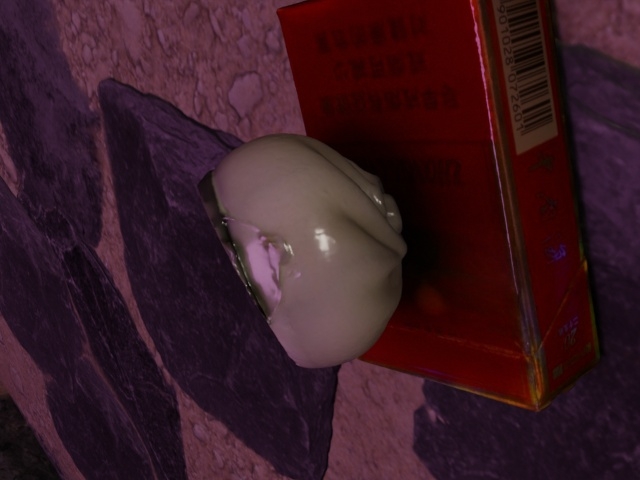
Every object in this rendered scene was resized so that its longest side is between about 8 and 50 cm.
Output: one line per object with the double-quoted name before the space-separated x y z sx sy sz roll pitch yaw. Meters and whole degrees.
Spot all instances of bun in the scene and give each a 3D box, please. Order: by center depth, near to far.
"bun" 0.000 0.000 0.568 0.172 0.120 0.173 63 179 2

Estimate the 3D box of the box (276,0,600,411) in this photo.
"box" 0.090 -0.044 0.609 0.198 0.089 0.313 6 114 49
